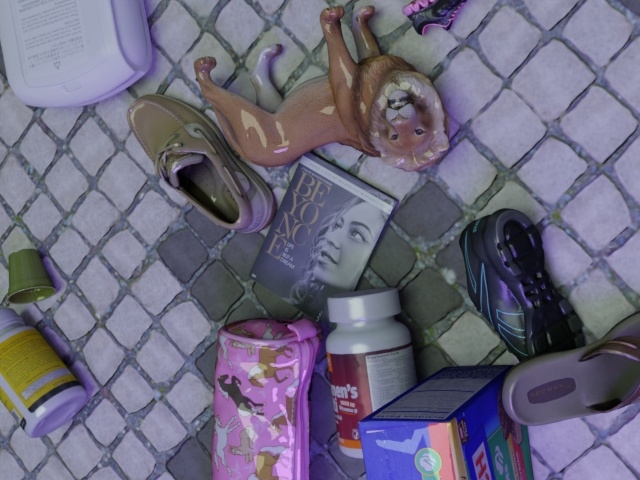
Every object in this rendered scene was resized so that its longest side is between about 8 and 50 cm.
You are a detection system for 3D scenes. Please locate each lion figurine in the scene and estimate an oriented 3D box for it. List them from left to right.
[{"bbox_3d":[-0.008,-0.182,1.313,0.392,0.142,0.240,-13,92,37],"label":"lion figurine"}]

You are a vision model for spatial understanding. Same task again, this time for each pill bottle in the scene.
[{"bbox_3d":[-0.506,0.222,1.590,0.208,0.119,0.119,47,112,15],"label":"pill bottle"},{"bbox_3d":[0.072,0.182,1.302,0.121,0.121,0.221,-7,91,26],"label":"pill bottle"}]

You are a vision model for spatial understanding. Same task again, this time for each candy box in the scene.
[{"bbox_3d":[0.175,0.313,1.154,0.122,0.317,0.268,-8,91,26],"label":"candy box"}]

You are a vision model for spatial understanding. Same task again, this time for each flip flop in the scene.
[{"bbox_3d":[0.358,0.160,1.140,0.277,0.080,0.112,-17,95,-3],"label":"flip flop"}]

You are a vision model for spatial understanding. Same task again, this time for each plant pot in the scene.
[{"bbox_3d":[-0.504,0.059,1.603,0.083,0.083,0.079,-25,70,26],"label":"plant pot"}]

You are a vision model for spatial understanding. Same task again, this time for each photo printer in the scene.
[{"bbox_3d":[-0.402,-0.371,1.491,0.256,0.107,0.307,-10,91,27],"label":"photo printer"}]

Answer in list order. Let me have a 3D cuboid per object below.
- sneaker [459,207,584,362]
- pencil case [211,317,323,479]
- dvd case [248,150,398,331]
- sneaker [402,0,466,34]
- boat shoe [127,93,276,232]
[{"bbox_3d":[0.264,0.087,1.231,0.106,0.101,0.267,-14,97,57],"label":"sneaker"},{"bbox_3d":[-0.078,0.300,1.368,0.167,0.160,0.386,0,95,1],"label":"pencil case"},{"bbox_3d":[0.000,0.000,1.378,0.165,0.018,0.221,32,107,21],"label":"dvd case"},{"bbox_3d":[0.172,-0.315,1.257,0.119,0.047,0.057,-19,101,30],"label":"sneaker"},{"bbox_3d":[-0.199,-0.122,1.418,0.302,0.098,0.109,44,111,17],"label":"boat shoe"}]
